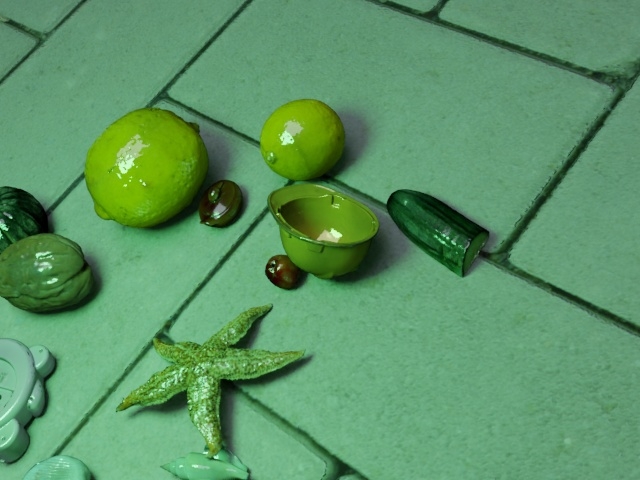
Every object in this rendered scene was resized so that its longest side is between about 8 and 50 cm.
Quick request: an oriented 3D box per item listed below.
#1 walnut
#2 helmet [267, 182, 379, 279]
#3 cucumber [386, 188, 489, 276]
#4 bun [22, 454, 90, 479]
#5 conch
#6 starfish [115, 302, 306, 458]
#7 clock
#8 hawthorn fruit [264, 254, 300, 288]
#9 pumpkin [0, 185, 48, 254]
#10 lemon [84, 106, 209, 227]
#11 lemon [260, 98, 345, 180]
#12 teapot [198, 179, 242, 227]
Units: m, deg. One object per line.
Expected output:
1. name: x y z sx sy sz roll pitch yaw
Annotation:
1. walnut: -0.616 0.073 1.979 0.231 0.178 0.178 -12 55 17
2. helmet: 0.000 0.000 1.839 0.205 0.140 0.257 -14 34 -32
3. cucumber: 0.225 -0.037 1.838 0.244 0.063 0.115 33 72 34
4. bun: -0.506 0.483 1.732 0.141 0.083 0.140 -7 47 8
5. conch: -0.215 0.425 1.689 0.180 0.088 0.065 1 103 12
6. starfish: -0.226 0.239 1.786 0.347 0.078 0.357 10 54 34
7. clock: -0.685 0.320 1.882 0.228 0.090 0.247 11 58 14
8. hawthorn fruit: -0.079 0.064 1.865 0.077 0.077 0.077 -9 56 13
9. pumpkin: -0.744 -0.023 2.094 0.221 0.161 0.220 -9 45 9
10. lemon: -0.389 -0.161 2.012 0.284 0.260 0.260 -23 54 2
11. lemon: -0.041 -0.218 1.970 0.178 0.178 0.203 29 45 32
12. teapot: -0.229 -0.083 2.008 0.098 0.078 0.129 11 63 25
